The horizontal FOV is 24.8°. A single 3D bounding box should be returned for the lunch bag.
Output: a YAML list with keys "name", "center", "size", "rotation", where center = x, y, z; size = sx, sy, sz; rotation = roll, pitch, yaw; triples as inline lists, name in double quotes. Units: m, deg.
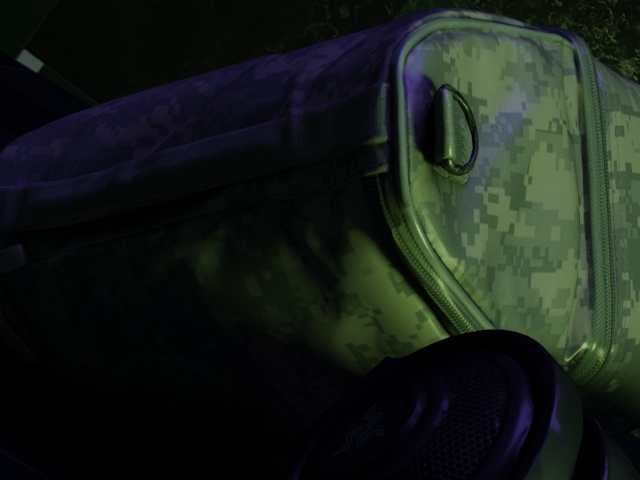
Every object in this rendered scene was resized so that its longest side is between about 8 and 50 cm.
- name: "lunch bag"
  center: [0.000, 0.000, 0.754]
  size: [0.305, 0.213, 0.256]
  rotation: [-11, -22, 37]

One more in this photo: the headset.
- name: "headset"
  center: [0.064, 0.159, 0.492]
  size: [0.243, 0.185, 0.394]
  rotation: [48, -3, 9]
